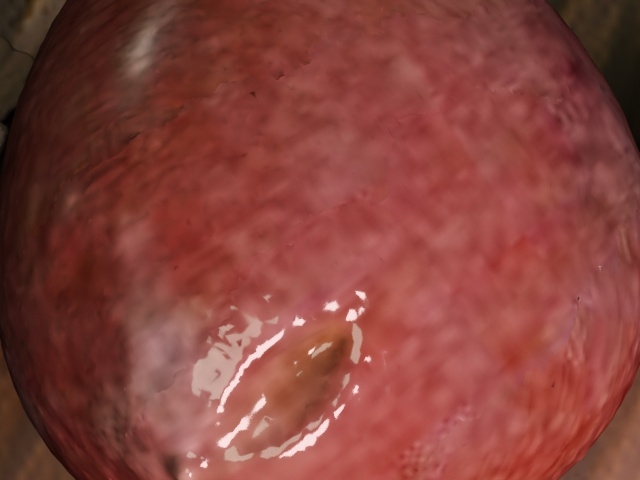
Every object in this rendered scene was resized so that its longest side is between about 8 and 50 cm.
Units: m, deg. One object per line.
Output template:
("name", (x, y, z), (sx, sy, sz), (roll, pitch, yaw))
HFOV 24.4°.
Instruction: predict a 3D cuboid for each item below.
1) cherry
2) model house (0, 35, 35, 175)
("cherry", (0.000, 0.000, 0.554), (0.221, 0.307, 0.261), (-33, 105, 35))
("model house", (-0.188, 0.010, 0.601), (0.122, 0.188, 0.229), (17, 92, -17))
